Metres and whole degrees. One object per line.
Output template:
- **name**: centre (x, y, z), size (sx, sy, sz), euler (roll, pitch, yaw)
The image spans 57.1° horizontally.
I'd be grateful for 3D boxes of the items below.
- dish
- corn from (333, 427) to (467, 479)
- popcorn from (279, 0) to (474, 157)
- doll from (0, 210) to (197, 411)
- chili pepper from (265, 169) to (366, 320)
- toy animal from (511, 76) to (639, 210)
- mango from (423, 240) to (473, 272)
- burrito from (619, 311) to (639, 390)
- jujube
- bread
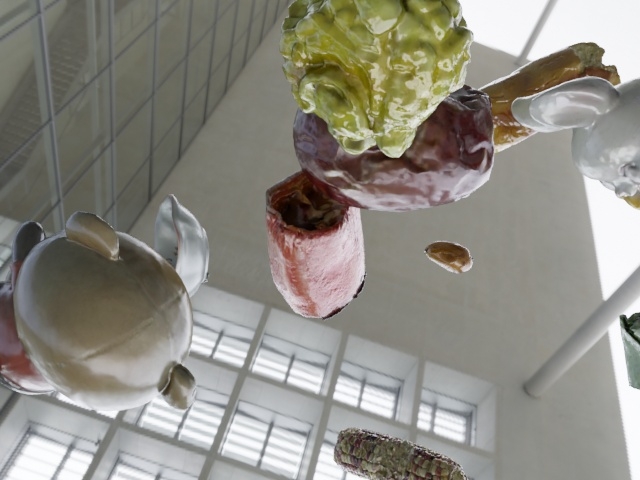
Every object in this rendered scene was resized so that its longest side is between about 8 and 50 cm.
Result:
- **dish**: centre (-0.256, 0.027, 1.107), size (0.081, 0.229, 0.229), euler (0, -133, -25)
- **corn**: centre (0.149, 0.437, 1.150), size (0.290, 0.098, 0.098), euler (1, -152, 43)
- **popcorn**: centre (0.076, -0.244, 0.800), size (0.242, 0.250, 0.235), euler (37, -104, -27)
- **doll**: centre (-0.277, 0.090, 0.646), size (0.174, 0.330, 0.235), euler (-38, -71, -50)
- **chili pepper**: centre (0.000, 0.000, 1.330), size (0.251, 0.305, 0.229), euler (-31, -122, -22)
- **toy animal**: centre (0.413, -0.124, 0.748), size (0.325, 0.154, 0.208), euler (29, -168, 1)
- **mango**: centre (0.330, 0.040, 1.516), size (0.127, 0.077, 0.063), euler (22, -157, 13)
- **burrito**: centre (0.462, 0.160, 0.837), size (0.044, 0.074, 0.118), euler (-7, -91, -10)
- **jujube**: centre (0.134, -0.190, 1.119), size (0.377, 0.276, 0.276), euler (-2, -138, 17)
- **bread**: centre (0.492, -0.333, 1.354), size (0.148, 0.344, 0.195), euler (62, -166, -5)
